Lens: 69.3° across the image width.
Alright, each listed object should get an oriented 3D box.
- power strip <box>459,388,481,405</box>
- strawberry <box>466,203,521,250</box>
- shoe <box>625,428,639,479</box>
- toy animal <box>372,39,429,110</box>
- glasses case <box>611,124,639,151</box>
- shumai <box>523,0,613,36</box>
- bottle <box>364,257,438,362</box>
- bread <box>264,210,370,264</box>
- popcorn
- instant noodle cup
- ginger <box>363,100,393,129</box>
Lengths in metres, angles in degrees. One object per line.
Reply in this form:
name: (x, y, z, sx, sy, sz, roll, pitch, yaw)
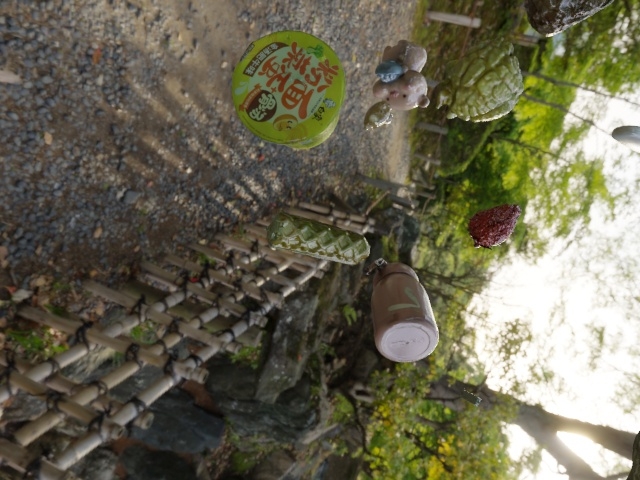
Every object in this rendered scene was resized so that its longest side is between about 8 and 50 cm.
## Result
power strip: (0.448, 0.471, 1.385, 0.027, 0.017, 0.083, -59, -159, -8)
strawberry: (0.708, -0.068, 1.870, 0.098, 0.228, 0.174, 43, 27, -45)
shoe: (0.847, 0.581, 1.147, 0.124, 0.159, 0.316, 37, -73, 57)
toy animal: (0.312, -0.634, 1.789, 0.229, 0.210, 0.221, 48, 57, -37)
glasses case: (0.908, -0.284, 1.310, 0.074, 0.193, 0.049, 7, -96, 66)
shumai: (0.516, -0.640, 0.987, 0.283, 0.217, 0.346, 21, 94, -36)
bottle: (0.222, 0.182, 1.348, 0.173, 0.206, 0.296, -43, -158, 26)
bread: (0.001, 0.000, 1.133, 0.098, 0.270, 0.087, -49, -144, 48)
popcorn: (0.475, -0.461, 1.374, 0.224, 0.270, 0.258, 71, -20, 0)
instant noodle cup: (-0.074, -0.397, 1.304, 0.221, 0.311, 0.311, 12, 97, -83)
ginger: (0.192, -0.401, 1.465, 0.165, 0.067, 0.096, -34, 163, -52)
